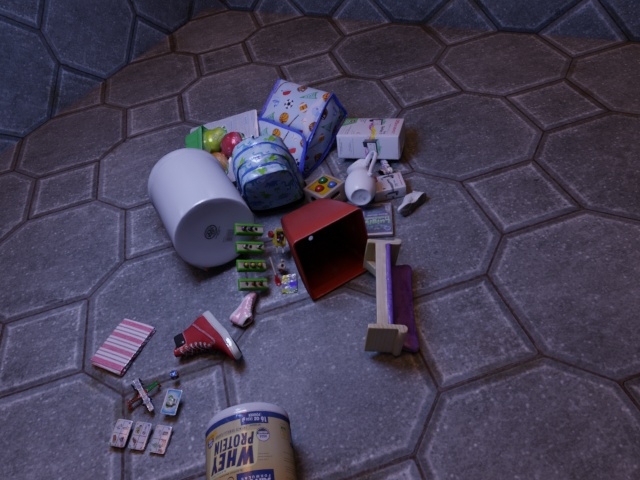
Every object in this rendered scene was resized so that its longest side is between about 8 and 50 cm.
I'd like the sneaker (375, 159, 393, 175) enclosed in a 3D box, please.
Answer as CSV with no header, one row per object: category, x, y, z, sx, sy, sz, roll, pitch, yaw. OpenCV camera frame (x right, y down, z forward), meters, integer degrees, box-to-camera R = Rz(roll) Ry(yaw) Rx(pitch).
sneaker,0.267,-0.314,2.086,0.069,0.038,0.098,-22,47,-10

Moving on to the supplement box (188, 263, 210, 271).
supplement box,-0.467,0.076,1.878,0.098,0.036,0.062,18,53,24

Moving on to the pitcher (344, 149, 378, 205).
pitcher,0.174,-0.253,1.922,0.125,0.178,0.207,24,39,-18

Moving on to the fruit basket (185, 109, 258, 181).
fruit basket,-0.434,-0.405,2.184,0.352,0.165,0.328,-10,73,11

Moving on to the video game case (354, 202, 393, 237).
video game case,0.188,-0.078,1.896,0.190,0.022,0.173,-4,47,8

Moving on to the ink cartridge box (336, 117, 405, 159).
ink cartridge box,0.231,-0.459,2.152,0.277,0.117,0.201,4,37,16

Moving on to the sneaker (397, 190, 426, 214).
sneaker,0.354,-0.150,1.913,0.152,0.054,0.061,-35,41,-27

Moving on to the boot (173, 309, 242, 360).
boot,-0.378,0.353,1.573,0.176,0.089,0.244,-38,43,-22

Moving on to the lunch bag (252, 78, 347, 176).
lunch bag,-0.118,-0.506,2.199,0.327,0.239,0.386,26,87,29

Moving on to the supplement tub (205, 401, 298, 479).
supplement tub,-0.170,0.599,1.201,0.228,0.228,0.316,-14,46,-1

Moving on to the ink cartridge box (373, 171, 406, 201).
ink cartridge box,0.279,-0.222,1.986,0.135,0.056,0.099,-12,46,0

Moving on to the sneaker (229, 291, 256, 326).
sneaker,-0.250,0.244,1.670,0.070,0.051,0.134,23,59,27

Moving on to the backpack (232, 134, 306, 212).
backpack,-0.214,-0.262,1.921,0.289,0.356,0.274,-11,47,0

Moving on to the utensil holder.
utensil holder,-0.464,-0.128,1.847,0.327,0.328,0.385,-26,43,-13

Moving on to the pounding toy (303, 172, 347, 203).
pounding toy,0.027,-0.172,1.949,0.181,0.094,0.206,-39,44,-23

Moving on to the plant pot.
plant pot,0.000,0.000,1.718,0.267,0.267,0.236,-28,38,-15

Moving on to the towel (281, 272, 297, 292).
towel,-0.113,0.156,1.749,0.060,0.009,0.083,-7,47,4

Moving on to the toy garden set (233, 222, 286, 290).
toy garden set,-0.203,0.056,1.733,0.203,0.049,0.245,2,74,-33

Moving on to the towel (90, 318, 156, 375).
towel,-0.682,0.365,1.665,0.144,0.029,0.197,12,49,22

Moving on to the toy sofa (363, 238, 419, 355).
toy sofa,0.230,0.174,1.543,0.176,0.150,0.363,4,49,1

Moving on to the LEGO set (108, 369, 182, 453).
LEGO set,-0.520,0.521,1.484,0.182,0.060,0.245,4,57,10
